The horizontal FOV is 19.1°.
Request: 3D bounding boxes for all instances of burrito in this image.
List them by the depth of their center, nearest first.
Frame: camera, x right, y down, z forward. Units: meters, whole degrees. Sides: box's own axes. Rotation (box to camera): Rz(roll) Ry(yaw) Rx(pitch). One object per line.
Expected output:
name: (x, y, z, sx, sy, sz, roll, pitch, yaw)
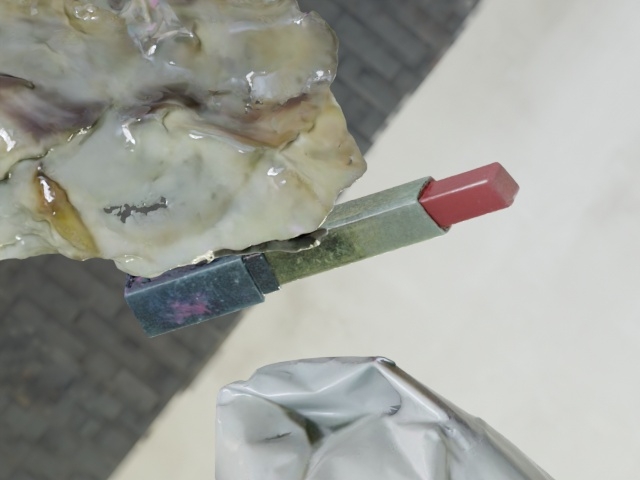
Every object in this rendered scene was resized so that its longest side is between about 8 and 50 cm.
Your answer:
burrito: (0.088, 0.164, 0.782, 0.139, 0.101, 0.445, 14, 161, 27)

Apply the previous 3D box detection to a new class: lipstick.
lipstick: (0.000, 0.000, 1.460, 0.051, 0.312, 0.051, -86, -26, -55)

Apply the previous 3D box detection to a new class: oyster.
oyster: (-0.156, -0.083, 0.895, 0.354, 0.201, 0.107, 1, 155, 12)
